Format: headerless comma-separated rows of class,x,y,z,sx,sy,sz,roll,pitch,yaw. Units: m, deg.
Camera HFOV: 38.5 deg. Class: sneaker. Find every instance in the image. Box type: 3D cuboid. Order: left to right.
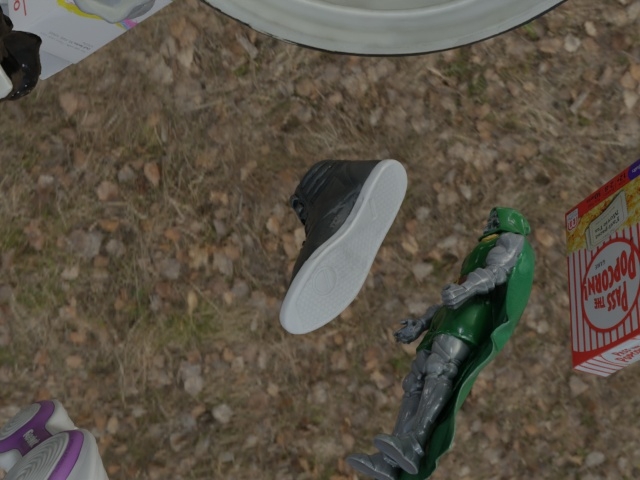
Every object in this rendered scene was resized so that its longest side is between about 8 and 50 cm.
sneaker,-0.240,0.253,0.894,0.114,0.305,0.152,-36,107,-11
sneaker,0.000,0.000,1.350,0.104,0.146,0.296,46,69,-41

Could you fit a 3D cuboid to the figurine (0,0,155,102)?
figurine,-0.221,-0.188,0.766,0.214,0.209,0.092,-34,101,-1

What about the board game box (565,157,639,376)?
board game box,0.321,0.028,0.962,0.045,0.194,0.147,15,150,-17

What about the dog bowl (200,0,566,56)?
dog bowl,0.043,-0.327,0.585,0.407,0.150,0.408,-1,136,-1

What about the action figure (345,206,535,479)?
action figure,0.095,0.062,0.637,0.063,0.232,0.137,35,146,-2

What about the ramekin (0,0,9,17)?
ramekin,-0.551,-0.349,1.462,0.207,0.109,0.207,-33,160,-14

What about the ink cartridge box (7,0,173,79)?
ink cartridge box,-0.334,-0.394,1.292,0.353,0.207,0.119,-22,158,32
